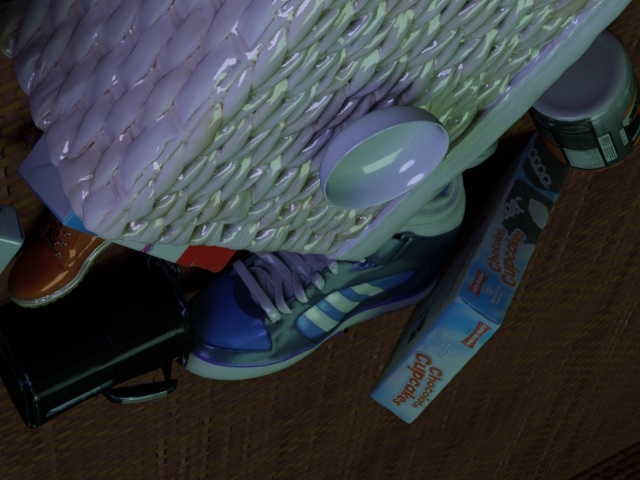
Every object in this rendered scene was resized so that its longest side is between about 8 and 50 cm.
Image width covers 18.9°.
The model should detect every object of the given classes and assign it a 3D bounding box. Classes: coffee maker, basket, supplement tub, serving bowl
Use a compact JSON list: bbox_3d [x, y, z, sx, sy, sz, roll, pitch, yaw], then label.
[{"bbox_3d":[-0.224,0.085,1.854,0.178,0.120,0.171,-25,133,-21],"label":"coffee maker"},{"bbox_3d":[-0.030,-0.202,1.214,0.266,0.328,0.331,1,142,-46],"label":"basket"},{"bbox_3d":[0.276,-0.144,2.000,0.117,0.117,0.190,-34,158,4],"label":"supplement tub"},{"bbox_3d":[0.034,-0.054,1.144,0.083,0.027,0.083,-21,152,-12],"label":"serving bowl"}]

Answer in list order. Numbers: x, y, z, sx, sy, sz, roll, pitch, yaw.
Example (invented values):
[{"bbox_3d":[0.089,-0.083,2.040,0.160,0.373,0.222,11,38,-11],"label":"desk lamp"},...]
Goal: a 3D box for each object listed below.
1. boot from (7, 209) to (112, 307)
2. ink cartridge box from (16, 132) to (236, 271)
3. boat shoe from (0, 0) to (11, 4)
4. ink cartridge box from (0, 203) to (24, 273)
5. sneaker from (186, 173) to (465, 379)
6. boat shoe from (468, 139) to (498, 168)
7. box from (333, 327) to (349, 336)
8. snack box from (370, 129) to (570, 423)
[{"bbox_3d":[-0.229,-0.007,1.710,0.158,0.059,0.084,-43,154,3],"label":"boot"},{"bbox_3d":[-0.131,-0.062,1.631,0.134,0.078,0.231,-51,149,10],"label":"ink cartridge box"},{"bbox_3d":[-0.281,-0.183,1.178,0.324,0.120,0.122,-18,163,26],"label":"boat shoe"},{"bbox_3d":[-0.390,0.037,1.568,0.224,0.045,0.223,11,134,-37],"label":"ink cartridge box"},{"bbox_3d":[0.001,0.000,1.949,0.322,0.130,0.236,-19,147,-22],"label":"sneaker"},{"bbox_3d":[0.044,-0.114,1.808,0.302,0.109,0.094,6,152,-44],"label":"boat shoe"},{"bbox_3d":[-0.066,0.103,2.106,0.162,0.029,0.116,-12,-175,-44],"label":"box"},{"bbox_3d":[0.169,0.035,2.091,0.187,0.060,0.322,-53,-176,41],"label":"snack box"}]
